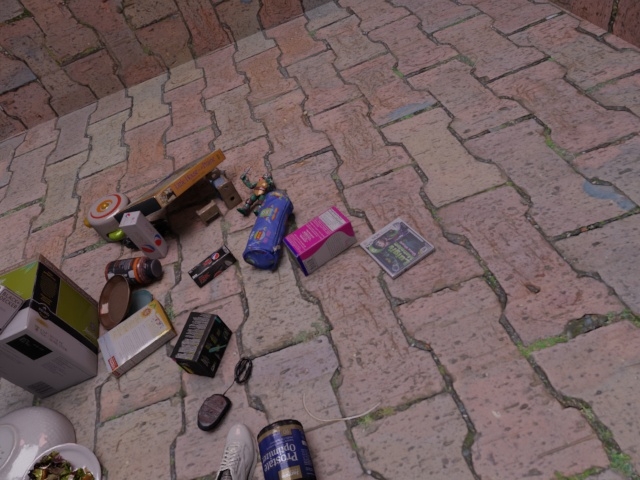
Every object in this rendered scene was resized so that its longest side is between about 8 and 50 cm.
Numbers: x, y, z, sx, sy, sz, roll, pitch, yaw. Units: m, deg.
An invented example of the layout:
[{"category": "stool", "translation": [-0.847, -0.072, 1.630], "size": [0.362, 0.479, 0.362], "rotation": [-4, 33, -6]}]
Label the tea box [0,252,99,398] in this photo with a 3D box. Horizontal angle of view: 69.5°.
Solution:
[{"category": "tea box", "translation": [-0.935, 0.286, 1.541], "size": [0.219, 0.329, 0.324], "rotation": [-23, 46, 1]}]

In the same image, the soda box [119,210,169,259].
[{"category": "soda box", "translation": [-0.678, -0.016, 1.785], "size": [0.073, 0.216, 0.069], "rotation": [-8, 51, 13]}]

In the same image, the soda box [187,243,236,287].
[{"category": "soda box", "translation": [-0.396, 0.094, 1.691], "size": [0.168, 0.060, 0.053], "rotation": [-38, 47, -13]}]

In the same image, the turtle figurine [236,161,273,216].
[{"category": "turtle figurine", "translation": [-0.244, -0.210, 1.862], "size": [0.175, 0.118, 0.235], "rotation": [0, 65, 39]}]

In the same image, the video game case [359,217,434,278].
[{"category": "video game case", "translation": [0.252, 0.021, 1.538], "size": [0.173, 0.022, 0.190], "rotation": [-34, 48, -9]}]

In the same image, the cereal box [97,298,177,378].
[{"category": "cereal box", "translation": [-0.630, 0.331, 1.582], "size": [0.240, 0.047, 0.173], "rotation": [-36, 48, -11]}]

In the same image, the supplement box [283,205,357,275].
[{"category": "supplement box", "translation": [0.000, 0.000, 1.590], "size": [0.219, 0.111, 0.114], "rotation": [-32, 47, -10]}]

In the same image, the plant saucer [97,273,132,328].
[{"category": "plant saucer", "translation": [-0.741, 0.223, 1.681], "size": [0.198, 0.036, 0.199], "rotation": [-12, 70, 34]}]

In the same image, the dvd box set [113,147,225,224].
[{"category": "dvd box set", "translation": [-0.615, -0.223, 1.905], "size": [0.307, 0.062, 0.420], "rotation": [-16, 26, 37]}]

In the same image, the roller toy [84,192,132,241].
[{"category": "roller toy", "translation": [-0.894, -0.107, 1.993], "size": [0.209, 0.146, 0.191], "rotation": [14, 56, 30]}]

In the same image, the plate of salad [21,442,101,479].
[{"category": "plate of salad", "translation": [-0.712, 0.664, 1.266], "size": [0.199, 0.048, 0.200], "rotation": [8, 61, -15]}]

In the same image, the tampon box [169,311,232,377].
[{"category": "tampon box", "translation": [-0.369, 0.324, 1.440], "size": [0.101, 0.121, 0.161], "rotation": [2, 51, 21]}]

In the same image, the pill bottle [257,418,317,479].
[{"category": "pill bottle", "translation": [-0.076, 0.564, 1.120], "size": [0.122, 0.123, 0.219], "rotation": [-23, 48, 0]}]

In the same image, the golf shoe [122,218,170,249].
[{"category": "golf shoe", "translation": [-0.722, -0.029, 1.921], "size": [0.198, 0.077, 0.094], "rotation": [-24, 35, -10]}]

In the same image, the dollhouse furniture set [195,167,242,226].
[{"category": "dollhouse furniture set", "translation": [-0.447, -0.181, 1.902], "size": [0.183, 0.129, 0.129], "rotation": [-38, 48, -13]}]

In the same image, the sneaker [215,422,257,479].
[{"category": "sneaker", "translation": [-0.222, 0.579, 1.183], "size": [0.089, 0.095, 0.235], "rotation": [-13, 46, 11]}]

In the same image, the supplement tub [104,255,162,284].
[{"category": "supplement tub", "translation": [-0.708, 0.117, 1.757], "size": [0.197, 0.106, 0.106], "rotation": [-9, 48, 14]}]

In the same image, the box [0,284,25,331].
[{"category": "box", "translation": [-1.012, 0.255, 1.313], "size": [0.169, 0.087, 0.290], "rotation": [8, 57, 25]}]

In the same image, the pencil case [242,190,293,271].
[{"category": "pencil case", "translation": [-0.183, -0.039, 1.685], "size": [0.133, 0.119, 0.306], "rotation": [-12, 46, 31]}]

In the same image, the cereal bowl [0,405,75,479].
[{"category": "cereal bowl", "translation": [-0.914, 0.643, 1.355], "size": [0.338, 0.141, 0.339], "rotation": [-10, 47, 11]}]

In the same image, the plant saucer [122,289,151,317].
[{"category": "plant saucer", "translation": [-0.670, 0.236, 1.697], "size": [0.119, 0.021, 0.120], "rotation": [-11, 47, 12]}]

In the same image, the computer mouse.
[{"category": "computer mouse", "translation": [-0.276, 0.450, 1.359], "size": [0.071, 0.041, 0.242], "rotation": [21, 53, 23]}]
